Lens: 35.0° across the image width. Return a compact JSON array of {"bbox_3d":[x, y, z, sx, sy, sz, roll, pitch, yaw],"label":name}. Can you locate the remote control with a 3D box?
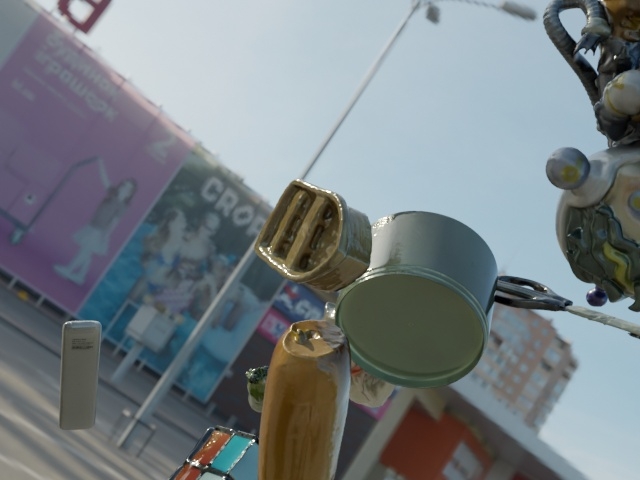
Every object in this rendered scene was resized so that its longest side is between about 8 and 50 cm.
[{"bbox_3d":[-0.434,0.243,1.827,0.067,0.261,0.029,0,37,-17],"label":"remote control"}]

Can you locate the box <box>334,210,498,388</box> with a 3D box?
[{"bbox_3d":[0.142,0.089,1.503,0.226,0.149,0.226,8,-52,11],"label":"box"}]

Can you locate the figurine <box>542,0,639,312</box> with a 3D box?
[{"bbox_3d":[0.386,-0.101,1.203,0.260,0.382,0.186,5,4,-4],"label":"figurine"}]

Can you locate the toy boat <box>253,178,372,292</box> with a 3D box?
[{"bbox_3d":[0.000,0.000,1.203,0.061,0.116,0.188,28,2,-29],"label":"toy boat"}]

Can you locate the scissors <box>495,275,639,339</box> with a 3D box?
[{"bbox_3d":[0.393,0.108,1.558,0.300,0.022,0.109,19,23,31],"label":"scissors"}]

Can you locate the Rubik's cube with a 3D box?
[{"bbox_3d":[-0.158,0.458,1.818,0.167,0.183,0.180,48,-27,-22],"label":"Rubik's cube"}]

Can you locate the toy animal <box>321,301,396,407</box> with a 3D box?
[{"bbox_3d":[0.088,0.186,1.916,0.188,0.308,0.266,16,-48,7],"label":"toy animal"}]

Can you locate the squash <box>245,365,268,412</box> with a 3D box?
[{"bbox_3d":[-0.105,0.265,1.798,0.052,0.052,0.183,31,-24,12],"label":"squash"}]

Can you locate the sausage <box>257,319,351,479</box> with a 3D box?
[{"bbox_3d":[-0.025,0.254,1.241,0.112,0.328,0.112,6,24,-3],"label":"sausage"}]
